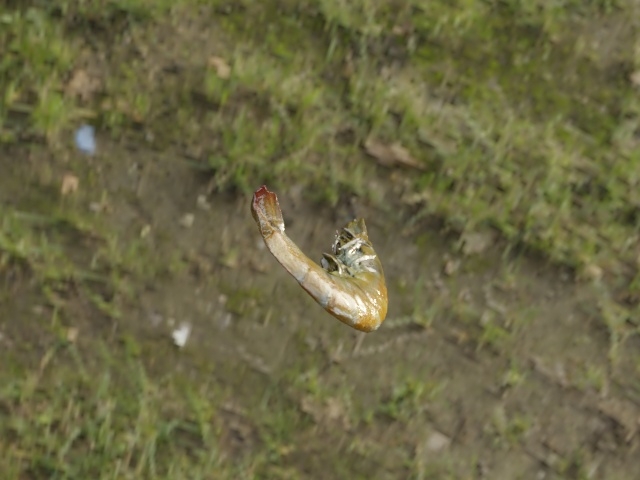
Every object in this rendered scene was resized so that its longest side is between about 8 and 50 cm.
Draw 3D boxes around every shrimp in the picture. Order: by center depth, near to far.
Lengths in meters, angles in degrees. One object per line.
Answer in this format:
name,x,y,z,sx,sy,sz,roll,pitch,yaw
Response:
shrimp,0.000,0.000,0.815,0.083,0.023,0.114,41,19,-14
